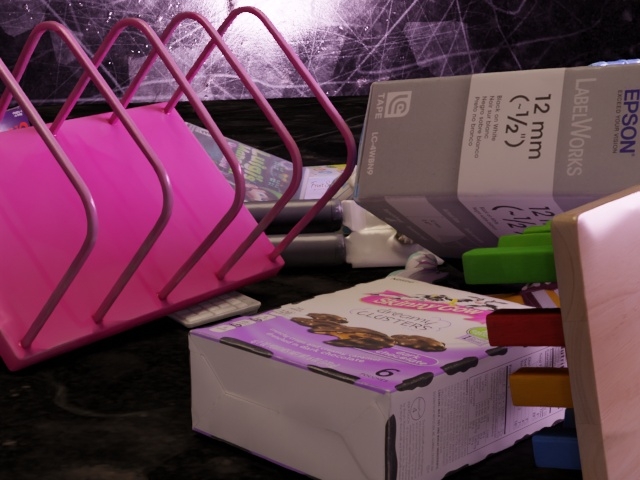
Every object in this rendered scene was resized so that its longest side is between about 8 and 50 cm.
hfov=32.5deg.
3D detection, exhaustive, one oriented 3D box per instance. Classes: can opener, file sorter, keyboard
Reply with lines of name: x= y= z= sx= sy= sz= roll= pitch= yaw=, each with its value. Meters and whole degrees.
can opener: x=0.000 y=0.000 z=1.131 sx=0.281 sy=0.074 sz=0.093 roll=-1 pitch=-22 yaw=-10
file sorter: x=-0.146 y=-0.064 z=0.883 sx=0.291 sy=0.202 sz=0.182 roll=-19 pitch=-22 yaw=-47
keyboard: x=-0.148 y=0.041 z=1.033 sx=0.072 sy=0.014 sz=0.256 roll=-8 pitch=14 yaw=-31

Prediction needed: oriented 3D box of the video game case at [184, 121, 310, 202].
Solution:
video game case: x=-0.102 y=-0.075 z=1.313 sx=0.173 sy=0.022 sz=0.190 roll=21 pitch=24 yaw=-5

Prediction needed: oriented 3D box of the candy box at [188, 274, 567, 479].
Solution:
candy box: x=0.044 y=0.083 z=0.694 sx=0.165 sy=0.070 sz=0.196 roll=11 pitch=16 yaw=42

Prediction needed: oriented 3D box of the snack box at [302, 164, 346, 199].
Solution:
snack box: x=-0.007 y=-0.080 z=1.526 sx=0.141 sy=0.037 sz=0.100 roll=-5 pitch=12 yaw=-18

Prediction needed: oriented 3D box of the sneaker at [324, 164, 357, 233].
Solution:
sneaker: x=0.073 y=-0.045 z=1.284 sx=0.086 sy=0.085 sz=0.237 roll=-39 pitch=-18 yaw=27

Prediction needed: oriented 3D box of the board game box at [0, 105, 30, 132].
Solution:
board game box: x=-0.567 y=-0.109 z=1.446 sx=0.347 sy=0.056 sz=0.208 roll=-5 pitch=12 yaw=39

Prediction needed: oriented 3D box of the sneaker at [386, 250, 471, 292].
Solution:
sneaker: x=0.105 y=0.039 z=0.987 sx=0.069 sy=0.038 sz=0.098 roll=7 pitch=24 yaw=26

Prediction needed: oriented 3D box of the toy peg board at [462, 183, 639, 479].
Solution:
toy peg board: x=0.154 y=0.054 z=0.637 sx=0.079 sy=0.160 sz=0.161 roll=-4 pitch=8 yaw=38

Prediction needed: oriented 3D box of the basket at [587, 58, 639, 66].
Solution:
basket: x=0.348 y=-0.096 z=1.133 sx=0.255 sy=0.201 sz=0.289 roll=-13 pitch=-14 yaw=-41

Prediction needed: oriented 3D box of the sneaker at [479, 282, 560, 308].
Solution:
sneaker: x=0.197 y=0.039 z=0.859 sx=0.186 sy=0.083 sz=0.069 roll=2 pitch=13 yaw=10

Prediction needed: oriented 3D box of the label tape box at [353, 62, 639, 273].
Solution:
label tape box: x=0.238 y=-0.043 z=0.892 sx=0.348 sy=0.115 sz=0.249 roll=3 pitch=-15 yaw=31
